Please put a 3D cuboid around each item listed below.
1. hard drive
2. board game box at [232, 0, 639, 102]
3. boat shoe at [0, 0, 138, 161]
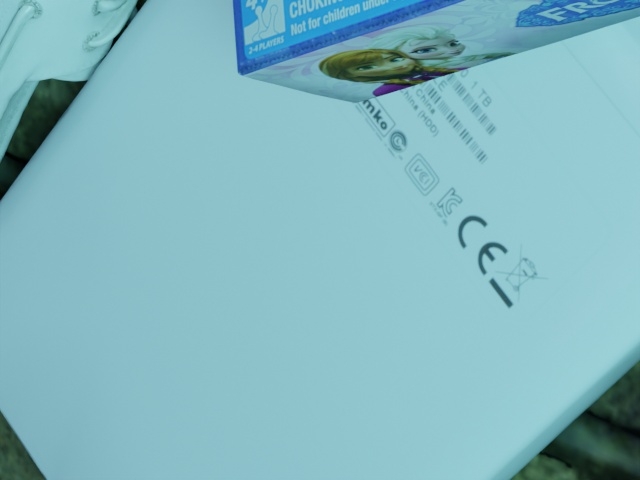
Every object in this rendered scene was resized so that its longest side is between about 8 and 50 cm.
[{"bbox_3d":[0.000,0.000,0.758,0.233,0.047,0.353,53,125,17],"label":"hard drive"},{"bbox_3d":[0.097,-0.231,0.571,0.318,0.066,0.318,-15,75,40],"label":"board game box"},{"bbox_3d":[-0.114,-0.104,0.812,0.084,0.095,0.258,38,129,-7],"label":"boat shoe"}]
